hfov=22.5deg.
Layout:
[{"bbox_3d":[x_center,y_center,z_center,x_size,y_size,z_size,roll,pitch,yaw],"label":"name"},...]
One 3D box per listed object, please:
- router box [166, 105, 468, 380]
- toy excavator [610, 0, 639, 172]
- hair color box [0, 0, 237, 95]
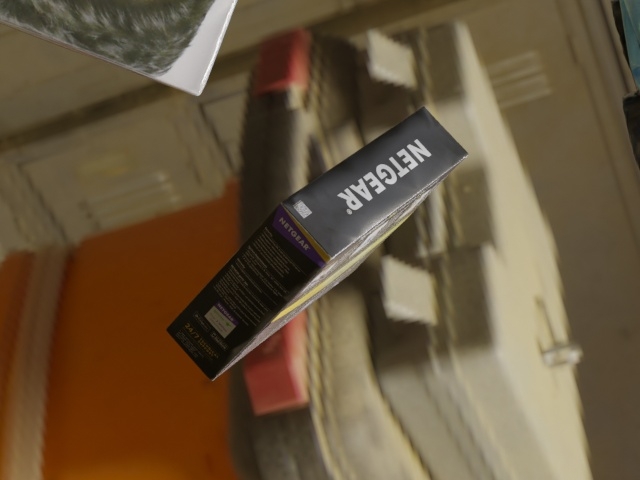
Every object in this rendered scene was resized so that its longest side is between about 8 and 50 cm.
[{"bbox_3d":[0.000,0.000,1.763,0.081,0.243,0.309,48,39,5],"label":"router box"},{"bbox_3d":[0.341,-0.330,1.478,0.445,0.222,0.433,59,24,-43],"label":"toy excavator"},{"bbox_3d":[-0.106,-0.302,1.024,0.374,0.185,0.113,-69,-156,5],"label":"hair color box"}]
